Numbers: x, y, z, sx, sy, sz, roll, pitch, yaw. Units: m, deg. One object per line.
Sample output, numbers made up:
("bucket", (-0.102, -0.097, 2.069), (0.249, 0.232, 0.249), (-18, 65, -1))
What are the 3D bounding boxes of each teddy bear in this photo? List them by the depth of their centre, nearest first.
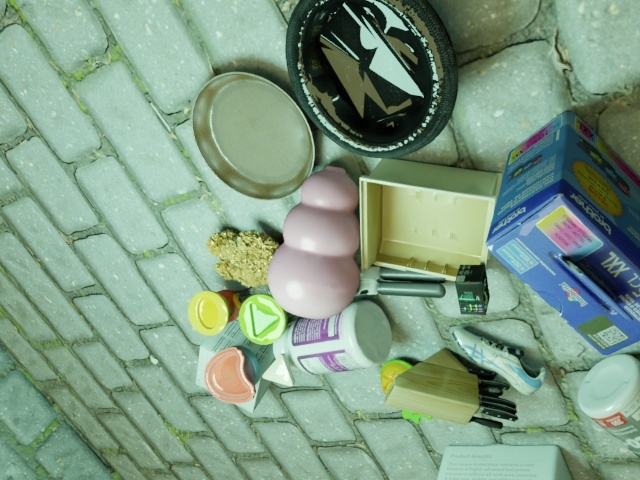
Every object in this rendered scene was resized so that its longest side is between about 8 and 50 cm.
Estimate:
("teddy bear", (-0.150, 0.069, 1.465), (0.338, 0.113, 0.245), (21, 133, 12))

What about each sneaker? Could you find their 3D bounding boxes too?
("sneaker", (0.425, 0.274, 1.349), (0.237, 0.085, 0.086), (33, 106, 7))

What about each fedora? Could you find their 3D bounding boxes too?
("fedora", (0.104, -0.322, 1.014), (0.334, 0.152, 0.334), (14, 129, 18))

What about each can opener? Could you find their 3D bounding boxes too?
("can opener", (0.169, 0.101, 1.362), (0.281, 0.074, 0.093), (-2, 157, 30))

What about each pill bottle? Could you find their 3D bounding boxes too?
("pill bottle", (0.720, 0.392, 1.218), (0.283, 0.161, 0.161), (39, 132, -3))
("pill bottle", (0.022, 0.262, 1.476), (0.302, 0.169, 0.169), (-18, 114, 40))

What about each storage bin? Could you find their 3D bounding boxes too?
("storage bin", (0.227, -0.027, 1.190), (0.262, 0.123, 0.260), (11, 127, 20))

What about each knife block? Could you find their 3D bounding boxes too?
("knife block", (0.330, 0.394, 1.378), (0.242, 0.276, 0.088), (46, 139, 31))

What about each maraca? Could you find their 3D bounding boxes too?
("maraca", (0.231, 0.403, 1.508), (0.127, 0.099, 0.185), (-32, 87, 39))

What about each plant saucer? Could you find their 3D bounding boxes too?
("plant saucer", (-0.148, -0.236, 1.279), (0.311, 0.050, 0.310), (14, 130, 18))

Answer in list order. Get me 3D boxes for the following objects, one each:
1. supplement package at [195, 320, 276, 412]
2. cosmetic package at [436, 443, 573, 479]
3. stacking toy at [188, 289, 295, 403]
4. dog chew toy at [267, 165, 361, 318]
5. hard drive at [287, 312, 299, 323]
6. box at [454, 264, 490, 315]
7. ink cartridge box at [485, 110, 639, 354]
("supplement package", (-0.248, 0.374, 1.713), (0.203, 0.149, 0.194), (24, 131, 10))
("cosmetic package", (0.494, 0.798, 1.479), (0.330, 0.393, 0.327), (-15, 115, 35))
("stacking toy", (-0.189, 0.268, 1.528), (0.280, 0.130, 0.308), (-9, 92, 20))
("dog chew toy", (0.000, 0.000, 1.253), (0.207, 0.207, 0.331), (13, 97, 19))
("hard drive", (-0.080, 0.196, 1.531), (0.022, 0.094, 0.135), (44, 131, -9))
("box", (0.302, 0.098, 1.120), (0.052, 0.062, 0.083), (-2, 123, 27))
("ink cartridge box", (0.428, -0.010, 0.915), (0.270, 0.395, 0.151), (41, 132, -6))
